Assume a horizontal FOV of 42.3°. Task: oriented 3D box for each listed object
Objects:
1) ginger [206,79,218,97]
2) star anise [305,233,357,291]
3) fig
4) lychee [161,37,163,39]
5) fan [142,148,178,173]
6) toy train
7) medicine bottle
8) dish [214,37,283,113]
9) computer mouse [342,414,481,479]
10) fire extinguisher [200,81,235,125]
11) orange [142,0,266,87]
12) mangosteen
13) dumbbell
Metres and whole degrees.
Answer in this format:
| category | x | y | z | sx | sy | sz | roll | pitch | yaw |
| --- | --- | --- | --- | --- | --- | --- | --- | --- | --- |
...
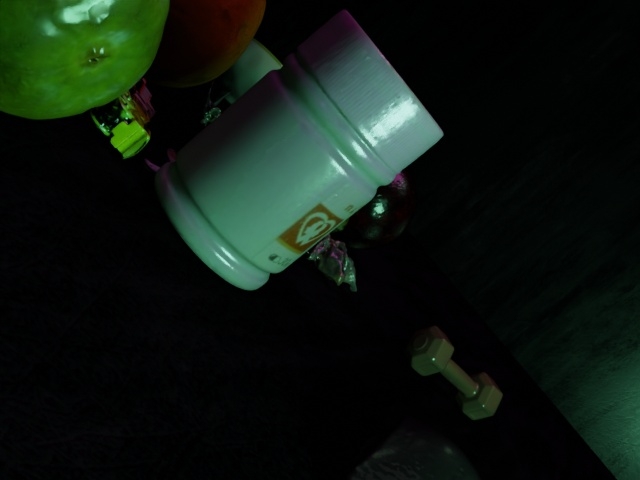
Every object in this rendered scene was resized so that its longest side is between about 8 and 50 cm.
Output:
| category | x | y | z | sx | sy | sz | roll | pitch | yaw |
| --- | --- | --- | --- | --- | --- | --- | --- | --- | --- |
| ginger | -0.163 | -0.342 | 1.891 | 0.267 | 0.138 | 0.152 | 48 | 13 | -34 |
| star anise | 0.011 | 0.011 | 1.499 | 0.172 | 0.063 | 0.208 | 43 | 11 | -35 |
| fig | -0.279 | -0.252 | 0.811 | 0.233 | 0.233 | 0.314 | 39 | 9 | -42 |
| lychee | -0.282 | -0.283 | 1.063 | 0.171 | 0.171 | 0.171 | 47 | 10 | -11 |
| fan | -0.185 | -0.080 | 1.160 | 0.152 | 0.008 | 0.226 | 54 | 11 | 17 |
| toy train | -0.260 | -0.181 | 1.109 | 0.085 | 0.053 | 0.250 | 53 | 7 | -24 |
| medicine bottle | -0.028 | -0.106 | 1.027 | 0.202 | 0.316 | 0.202 | 49 | 12 | -14 |
| dish | -0.123 | -0.244 | 1.647 | 0.324 | 0.124 | 0.324 | 49 | -12 | 14 |
| computer mouse | 0.118 | 0.274 | 0.889 | 0.168 | 0.087 | 0.295 | 53 | 13 | 9 |
| fire extinguisher | -0.137 | -0.188 | 1.524 | 0.231 | 0.099 | 0.071 | 46 | -16 | -22 |
| orange | -0.238 | -0.403 | 1.334 | 0.312 | 0.312 | 0.312 | 47 | 10 | -11 |
| mangosteen | 0.080 | -0.093 | 1.791 | 0.265 | 0.228 | 0.228 | 2 | 38 | -33 |
| dumbbell | 0.253 | 0.252 | 1.564 | 0.231 | 0.092 | 0.082 | 42 | 39 | -30 |
